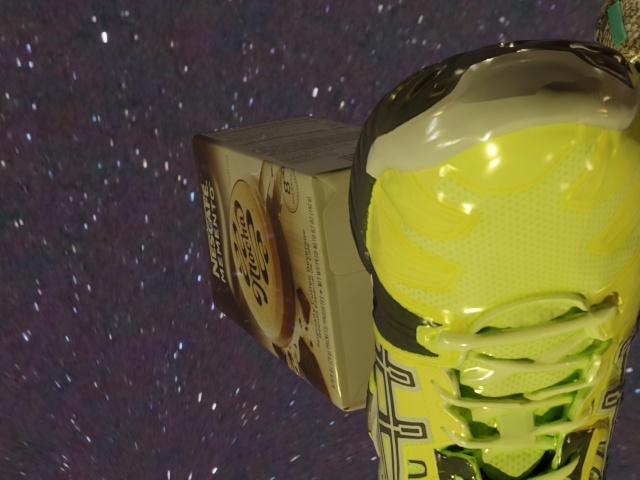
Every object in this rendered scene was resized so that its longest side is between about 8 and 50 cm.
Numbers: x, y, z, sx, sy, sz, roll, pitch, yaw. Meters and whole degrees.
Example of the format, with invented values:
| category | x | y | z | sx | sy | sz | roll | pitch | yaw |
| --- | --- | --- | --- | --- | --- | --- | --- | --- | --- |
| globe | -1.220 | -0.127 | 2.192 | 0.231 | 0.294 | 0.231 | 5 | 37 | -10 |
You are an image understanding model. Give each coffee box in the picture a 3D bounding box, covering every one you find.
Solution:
| category | x | y | z | sx | sy | sz | roll | pitch | yaw |
| --- | --- | --- | --- | --- | --- | --- | --- | --- | --- |
| coffee box | 0.000 | 0.000 | 0.840 | 0.119 | 0.297 | 0.168 | -12 | -76 | -20 |

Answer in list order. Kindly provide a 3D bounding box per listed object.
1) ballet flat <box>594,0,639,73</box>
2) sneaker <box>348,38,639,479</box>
| category | x | y | z | sx | sy | sz | roll | pitch | yaw |
| --- | --- | --- | --- | --- | --- | --- | --- | --- | --- |
| ballet flat | 0.460 | -0.071 | 1.042 | 0.483 | 0.164 | 0.182 | 33 | -139 | -14 |
| sneaker | 0.095 | 0.068 | 0.500 | 0.145 | 0.384 | 0.147 | -10 | -127 | -1 |
